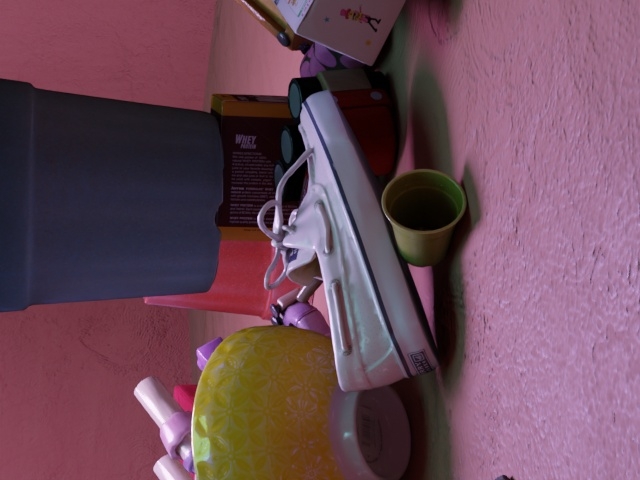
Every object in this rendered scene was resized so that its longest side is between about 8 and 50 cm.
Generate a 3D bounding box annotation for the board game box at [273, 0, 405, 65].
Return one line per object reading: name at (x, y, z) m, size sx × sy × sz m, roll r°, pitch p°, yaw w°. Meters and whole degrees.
board game box at (0.036, -0.346, 1.475) m, size 0.224 × 0.098 × 0.303 m, roll -62°, pitch 18°, yaw 16°

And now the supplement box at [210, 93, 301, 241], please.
supplement box at (-0.058, -0.104, 1.860) m, size 0.129 × 0.191 × 0.194 m, roll -136°, pitch 48°, yaw -74°

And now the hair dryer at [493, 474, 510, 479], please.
hair dryer at (0.144, 0.277, 1.027) m, size 0.293 × 0.080 × 0.223 m, roll 117°, pitch 154°, yaw -65°

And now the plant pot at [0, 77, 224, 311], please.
plant pot at (-0.313, -0.055, 1.790) m, size 0.341 × 0.334 × 0.341 m, roll -178°, pitch 90°, yaw -77°

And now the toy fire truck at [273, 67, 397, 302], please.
toy fire truck at (0.020, -0.060, 1.619) m, size 0.217 × 0.159 × 0.246 m, roll 104°, pitch 152°, yaw -46°

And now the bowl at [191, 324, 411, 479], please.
bowl at (0.007, 0.224, 1.476) m, size 0.156 × 0.289 × 0.289 m, roll -16°, pitch 66°, yaw 33°

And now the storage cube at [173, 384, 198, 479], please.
storage cube at (-0.142, 0.349, 2.200) m, size 0.193 × 0.215 × 0.183 m, roll -163°, pitch 76°, yaw -73°

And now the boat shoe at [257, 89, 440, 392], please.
boat shoe at (0.003, 0.005, 1.435) m, size 0.136 × 0.157 × 0.367 m, roll 55°, pitch -165°, yaw -61°

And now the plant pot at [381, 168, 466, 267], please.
plant pot at (0.103, -0.015, 1.327) m, size 0.079 × 0.083 × 0.083 m, roll 87°, pitch 177°, yaw -51°

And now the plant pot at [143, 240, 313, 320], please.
plant pot at (-0.159, 0.007, 2.183) m, size 0.272 × 0.265 × 0.272 m, roll -178°, pitch 90°, yaw -79°

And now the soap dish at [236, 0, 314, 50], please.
soap dish at (-0.049, -0.414, 1.800) m, size 0.229 × 0.118 × 0.291 m, roll 44°, pitch 151°, yaw 16°

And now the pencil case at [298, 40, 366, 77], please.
pencil case at (0.030, -0.258, 1.718) m, size 0.098 × 0.095 × 0.209 m, roll -57°, pitch 5°, yaw -16°

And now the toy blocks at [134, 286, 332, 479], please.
toy blocks at (-0.070, 0.294, 1.922) m, size 0.260 × 0.309 × 0.288 m, roll 46°, pitch 155°, yaw 32°
